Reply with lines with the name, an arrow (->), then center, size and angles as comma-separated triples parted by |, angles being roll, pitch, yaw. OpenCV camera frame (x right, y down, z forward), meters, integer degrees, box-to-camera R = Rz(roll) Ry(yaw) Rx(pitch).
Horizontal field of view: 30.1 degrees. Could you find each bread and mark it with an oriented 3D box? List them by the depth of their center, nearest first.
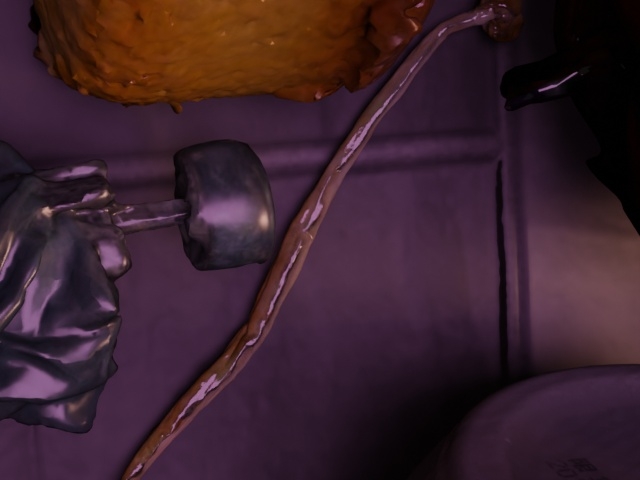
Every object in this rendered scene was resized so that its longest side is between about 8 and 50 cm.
bread -> -0.036, -0.175, 0.417 | 0.160, 0.147, 0.261 | -8, 99, -17

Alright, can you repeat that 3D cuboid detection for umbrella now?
umbrella -> -0.187, 0.017, 0.425 | 0.348, 0.094, 0.143 | -12, 94, -16

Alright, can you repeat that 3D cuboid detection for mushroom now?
mushroom -> -0.004, -0.003, 0.514 | 0.286, 0.028, 0.026 | -50, 149, -4

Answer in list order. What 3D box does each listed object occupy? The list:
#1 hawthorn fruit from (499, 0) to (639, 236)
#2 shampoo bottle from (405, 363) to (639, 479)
hawthorn fruit -> 0.239, -0.085, 0.437 | 0.316, 0.316, 0.316 | -2, 98, -15
shampoo bottle -> 0.140, 0.205, 0.448 | 0.273, 0.273, 0.266 | -2, 106, -15
